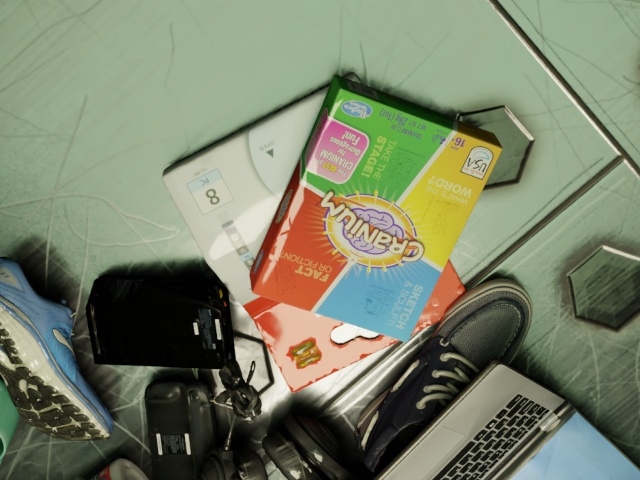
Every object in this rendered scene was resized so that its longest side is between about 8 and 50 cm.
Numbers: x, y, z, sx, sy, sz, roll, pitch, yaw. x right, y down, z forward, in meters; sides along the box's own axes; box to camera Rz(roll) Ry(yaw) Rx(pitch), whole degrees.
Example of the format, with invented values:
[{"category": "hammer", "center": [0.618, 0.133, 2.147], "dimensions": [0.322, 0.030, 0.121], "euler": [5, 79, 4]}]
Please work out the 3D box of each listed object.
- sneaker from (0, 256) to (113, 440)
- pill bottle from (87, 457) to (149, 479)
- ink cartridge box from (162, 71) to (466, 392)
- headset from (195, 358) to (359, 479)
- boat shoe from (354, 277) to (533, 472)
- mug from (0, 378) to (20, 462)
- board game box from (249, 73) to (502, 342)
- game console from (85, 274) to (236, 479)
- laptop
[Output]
[{"category": "sneaker", "center": [-0.385, 0.158, 1.788], "dimensions": [0.129, 0.147, 0.330], "euler": [-7, 126, 33]}, {"category": "pill bottle", "center": [-0.337, 0.415, 1.853], "dimensions": [0.180, 0.108, 0.108], "euler": [-37, 98, 7]}, {"category": "ink cartridge box", "center": [0.000, 0.000, 1.777], "dimensions": [0.308, 0.091, 0.385], "euler": [-27, 98, 6]}, {"category": "headset", "center": [-0.067, 0.345, 1.773], "dimensions": [0.243, 0.185, 0.394], "euler": [-23, 115, -13]}, {"category": "boat shoe", "center": [0.185, 0.211, 1.771], "dimensions": [0.127, 0.158, 0.340], "euler": [37, 102, -11]}, {"category": "mug", "center": [-0.509, 0.257, 1.826], "dimensions": [0.129, 0.097, 0.158], "euler": [23, 135, -11]}, {"category": "board game box", "center": [0.071, -0.037, 1.705], "dimensions": [0.242, 0.064, 0.316], "euler": [18, 112, -14]}, {"category": "game console", "center": [-0.223, 0.222, 1.833], "dimensions": [0.213, 0.044, 0.361], "euler": [1, 110, 16]}, {"category": "laptop", "center": [0.255, 0.413, 1.727], "dimensions": [0.382, 0.408, 0.236], "euler": [-47, 55, 8]}]
